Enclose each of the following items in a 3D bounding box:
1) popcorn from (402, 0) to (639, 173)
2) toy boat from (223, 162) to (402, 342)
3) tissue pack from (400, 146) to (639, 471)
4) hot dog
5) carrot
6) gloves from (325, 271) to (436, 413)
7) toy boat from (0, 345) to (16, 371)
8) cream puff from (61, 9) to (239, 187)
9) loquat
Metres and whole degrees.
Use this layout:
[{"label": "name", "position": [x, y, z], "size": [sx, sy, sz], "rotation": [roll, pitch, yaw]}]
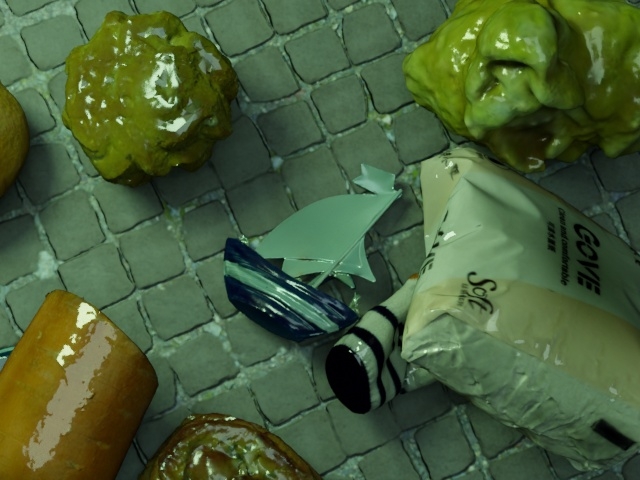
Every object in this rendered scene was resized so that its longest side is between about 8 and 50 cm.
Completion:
[{"label": "popcorn", "position": [0.308, -0.237, 1.551], "size": [0.334, 0.292, 0.293], "rotation": [-12, 68, -25]}, {"label": "toy boat", "position": [0.011, 0.024, 1.573], "size": [0.292, 0.070, 0.210], "rotation": [-28, 58, -12]}, {"label": "tissue pack", "position": [0.281, 0.083, 1.511], "size": [0.390, 0.195, 0.375], "rotation": [29, 41, -12]}, {"label": "hot dog", "position": [-0.102, 0.350, 1.511], "size": [0.272, 0.122, 0.196], "rotation": [39, 70, 2]}, {"label": "carrot", "position": [-0.337, 0.249, 1.466], "size": [0.193, 0.214, 0.331], "rotation": [20, 75, 23]}, {"label": "gloves", "position": [0.114, 0.139, 1.577], "size": [0.219, 0.131, 0.140], "rotation": [-29, 82, -40]}, {"label": "toy boat", "position": [-0.495, 0.242, 1.513], "size": [0.096, 0.062, 0.299], "rotation": [44, 80, 2]}, {"label": "cream puff", "position": [-0.227, -0.188, 1.538], "size": [0.244, 0.196, 0.244], "rotation": [1, 80, -5]}, {"label": "loquat", "position": [-0.484, -0.118, 1.517], "size": [0.187, 0.176, 0.234], "rotation": [23, 76, 14]}]
